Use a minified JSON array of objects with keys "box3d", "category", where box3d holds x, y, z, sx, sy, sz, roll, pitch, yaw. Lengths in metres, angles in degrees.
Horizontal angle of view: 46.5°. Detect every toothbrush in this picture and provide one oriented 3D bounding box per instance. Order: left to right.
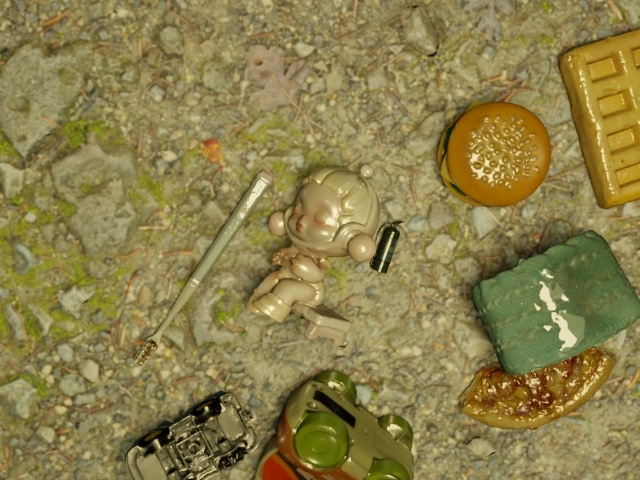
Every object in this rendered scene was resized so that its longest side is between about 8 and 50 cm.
[{"box3d":[-0.174,0.042,1.098,0.025,0.030,0.342,34,90,-9],"category":"toothbrush"}]

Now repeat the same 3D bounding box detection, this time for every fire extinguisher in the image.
[{"box3d":[0.098,0.006,1.110,0.038,0.025,0.083,21,94,19],"category":"fire extinguisher"}]

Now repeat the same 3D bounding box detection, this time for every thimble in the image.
[{"box3d":[0.327,0.085,1.038,0.235,0.198,0.143,-15,76,-40],"category":"thimble"}]

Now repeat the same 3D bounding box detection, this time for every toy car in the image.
[{"box3d":[-0.188,0.299,1.090,0.191,0.100,0.097,-28,95,-20],"category":"toy car"},{"box3d":[0.010,0.335,1.091,0.235,0.145,0.235,3,111,8],"category":"toy car"}]

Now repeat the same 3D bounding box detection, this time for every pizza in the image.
[{"box3d":[0.328,0.221,1.119,0.246,0.058,0.127,-7,94,-4],"category":"pizza"}]

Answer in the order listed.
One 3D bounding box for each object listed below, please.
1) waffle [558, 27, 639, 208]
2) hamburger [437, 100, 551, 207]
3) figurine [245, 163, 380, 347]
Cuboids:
[{"box3d":[0.488,-0.192,1.095,0.221,0.055,0.248,-18,95,-1],"category":"waffle"},{"box3d":[0.248,-0.123,1.060,0.161,0.115,0.162,0,93,-3],"category":"hamburger"},{"box3d":[0.010,0.004,1.043,0.144,0.182,0.257,23,91,-20],"category":"figurine"}]
